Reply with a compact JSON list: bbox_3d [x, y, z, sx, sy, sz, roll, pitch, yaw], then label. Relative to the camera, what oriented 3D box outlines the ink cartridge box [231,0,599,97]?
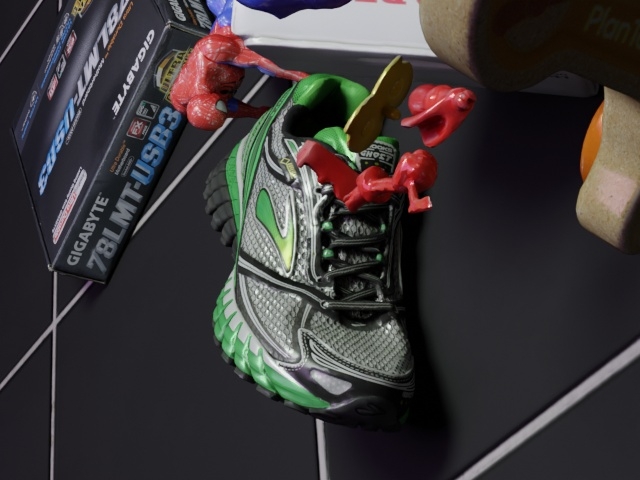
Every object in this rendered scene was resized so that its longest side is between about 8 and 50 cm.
[{"bbox_3d":[0.079,-0.256,1.180,0.131,0.226,0.306,17,-100,-77],"label":"ink cartridge box"}]

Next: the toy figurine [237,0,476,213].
[{"bbox_3d":[0.051,-0.215,0.979,0.362,0.217,0.191,-53,15,2],"label":"toy figurine"}]

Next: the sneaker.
[{"bbox_3d":[0.000,0.000,1.342,0.146,0.134,0.343,-57,31,30],"label":"sneaker"}]

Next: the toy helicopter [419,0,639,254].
[{"bbox_3d":[0.170,-0.104,0.850,0.140,0.355,0.235,36,107,35],"label":"toy helicopter"}]

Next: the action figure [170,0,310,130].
[{"bbox_3d":[-0.043,-0.160,1.577,0.091,0.139,0.280,-57,10,36],"label":"action figure"}]

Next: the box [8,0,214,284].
[{"bbox_3d":[-0.217,-0.155,1.908,0.295,0.073,0.293,-62,29,24],"label":"box"}]
